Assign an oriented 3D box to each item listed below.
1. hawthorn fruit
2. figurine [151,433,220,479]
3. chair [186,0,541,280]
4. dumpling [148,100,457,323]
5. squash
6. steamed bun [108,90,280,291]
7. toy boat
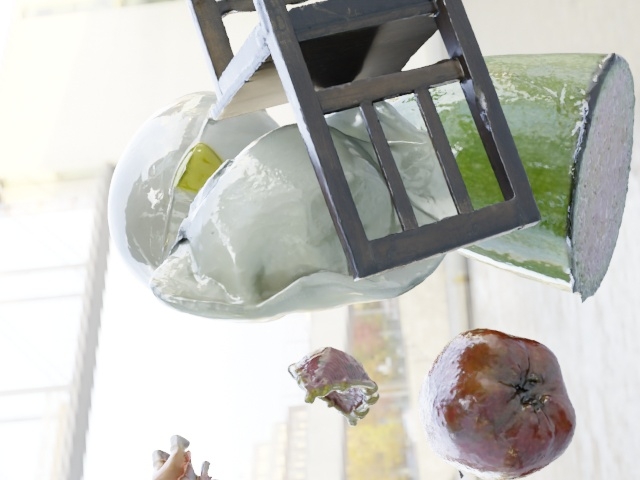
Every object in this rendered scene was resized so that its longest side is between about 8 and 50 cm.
[{"bbox_3d":[0.166,0.182,1.298,0.203,0.162,0.162,-38,50,54],"label":"hawthorn fruit"},{"bbox_3d":[-0.173,0.389,1.826,0.195,0.111,0.102,39,-155,-16],"label":"figurine"},{"bbox_3d":[0.015,-0.166,1.136,0.240,0.203,0.416,146,107,-70],"label":"chair"},{"bbox_3d":[0.000,0.000,1.167,0.318,0.243,0.187,-51,-25,-32],"label":"dumpling"},{"bbox_3d":[0.212,-0.093,1.555,0.310,0.309,0.310,-31,-55,-60],"label":"squash"},{"bbox_3d":[-0.187,-0.071,2.014,0.374,0.334,0.334,-76,-19,-52],"label":"steamed bun"},{"bbox_3d":[0.023,0.232,1.967,0.318,0.141,0.099,49,-128,-70],"label":"toy boat"}]
